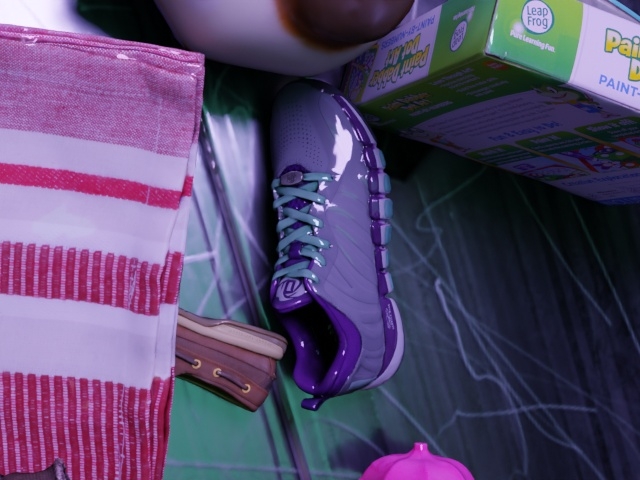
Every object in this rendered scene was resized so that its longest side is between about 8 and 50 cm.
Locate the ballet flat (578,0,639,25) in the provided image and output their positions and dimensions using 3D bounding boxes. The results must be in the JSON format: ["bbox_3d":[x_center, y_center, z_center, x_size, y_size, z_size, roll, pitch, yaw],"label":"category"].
[{"bbox_3d":[0.241,-0.135,0.900,0.213,0.072,0.068,23,85,-17],"label":"ballet flat"}]

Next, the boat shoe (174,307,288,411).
[{"bbox_3d":[-0.110,0.072,0.779,0.178,0.064,0.060,17,81,-19],"label":"boat shoe"}]

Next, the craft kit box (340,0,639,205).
[{"bbox_3d":[0.165,-0.086,0.779,0.246,0.250,0.061,14,84,-18],"label":"craft kit box"}]

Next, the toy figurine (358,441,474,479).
[{"bbox_3d":[0.058,0.227,0.815,0.159,0.130,0.173,-51,125,-23],"label":"toy figurine"}]

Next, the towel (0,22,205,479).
[{"bbox_3d":[-0.202,0.034,0.704,0.237,0.037,0.329,5,104,-11],"label":"towel"}]

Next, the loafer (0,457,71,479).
[{"bbox_3d":[-0.051,0.256,0.693,0.130,0.134,0.366,-44,92,-13],"label":"loafer"}]

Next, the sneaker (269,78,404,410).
[{"bbox_3d":[0.000,0.000,0.790,0.098,0.083,0.224,-18,94,-59],"label":"sneaker"}]

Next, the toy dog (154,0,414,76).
[{"bbox_3d":[-0.009,-0.307,0.746,0.395,0.284,0.408,21,82,-35],"label":"toy dog"}]
